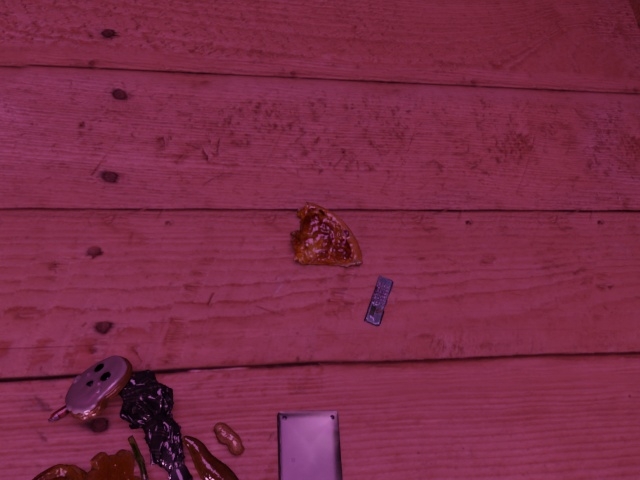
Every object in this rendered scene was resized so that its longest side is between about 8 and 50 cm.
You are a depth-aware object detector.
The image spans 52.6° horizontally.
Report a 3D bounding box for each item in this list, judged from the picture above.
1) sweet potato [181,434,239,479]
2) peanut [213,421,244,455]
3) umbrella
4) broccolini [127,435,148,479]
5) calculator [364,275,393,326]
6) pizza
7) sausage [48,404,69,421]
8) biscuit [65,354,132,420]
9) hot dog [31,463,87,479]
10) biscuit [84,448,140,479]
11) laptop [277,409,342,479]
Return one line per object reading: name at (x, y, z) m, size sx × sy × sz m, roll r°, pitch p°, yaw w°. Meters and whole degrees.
sweet potato at (-0.300, 0.636, 1.802) m, size 0.077 × 0.077 × 0.244 m, roll -41°, pitch 87°, yaw -24°
peanut at (-0.263, 0.569, 1.858) m, size 0.113 × 0.054 × 0.054 m, roll 43°, pitch 66°, yaw 10°
umbrella at (-0.466, 0.528, 1.798) m, size 0.154 × 0.128 × 0.337 m, roll -13°, pitch 72°, yaw -18°
broccolini at (-0.474, 0.643, 1.747) m, size 0.051 × 0.054 × 0.239 m, roll -16°, pitch 87°, yaw -5°
calculator at (0.194, 0.198, 2.131) m, size 0.057 × 0.018 × 0.172 m, roll 22°, pitch 65°, yaw 1°
pizza at (0.000, 0.000, 2.148) m, size 0.228 × 0.081 × 0.289 m, roll -35°, pitch 78°, yaw -22°
sausage at (-0.680, 0.457, 1.841) m, size 0.198 × 0.025 × 0.028 m, roll -31°, pitch 90°, yaw -21°
biscuit at (-0.623, 0.399, 1.805) m, size 0.181 × 0.049 × 0.208 m, roll 9°, pitch 48°, yaw 43°
hot dog at (-0.675, 0.718, 1.672) m, size 0.196 × 0.122 × 0.272 m, roll -2°, pitch 68°, yaw -5°
biscuit at (-0.541, 0.674, 1.711) m, size 0.041 × 0.212 × 0.239 m, roll -25°, pitch 93°, yaw 22°
laptop at (-0.030, 0.634, 1.890) m, size 0.187 × 0.015 × 0.269 m, roll 1°, pitch 66°, yaw -10°
